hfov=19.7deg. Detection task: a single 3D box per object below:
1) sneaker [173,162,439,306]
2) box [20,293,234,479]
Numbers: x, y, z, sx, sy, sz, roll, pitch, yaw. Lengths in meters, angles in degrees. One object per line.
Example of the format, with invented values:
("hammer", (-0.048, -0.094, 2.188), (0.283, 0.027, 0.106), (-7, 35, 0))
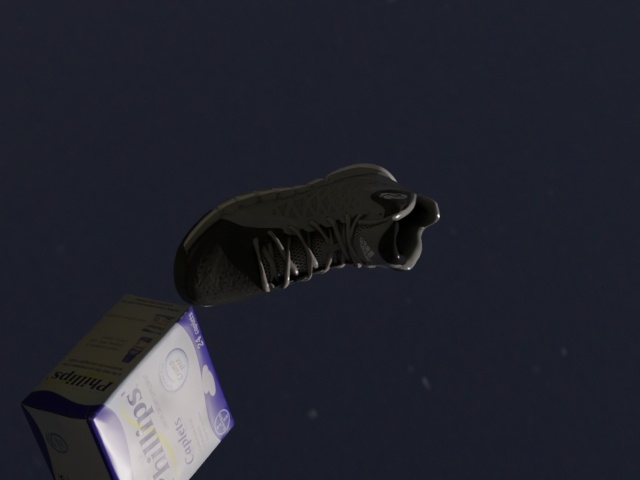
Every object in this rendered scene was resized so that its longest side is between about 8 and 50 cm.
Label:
("sneaker", (0.000, 0.000, 1.501), (0.229, 0.086, 0.132), (-26, -154, -28))
("box", (-0.143, 0.132, 1.396), (0.072, 0.126, 0.137), (9, -138, 34))
